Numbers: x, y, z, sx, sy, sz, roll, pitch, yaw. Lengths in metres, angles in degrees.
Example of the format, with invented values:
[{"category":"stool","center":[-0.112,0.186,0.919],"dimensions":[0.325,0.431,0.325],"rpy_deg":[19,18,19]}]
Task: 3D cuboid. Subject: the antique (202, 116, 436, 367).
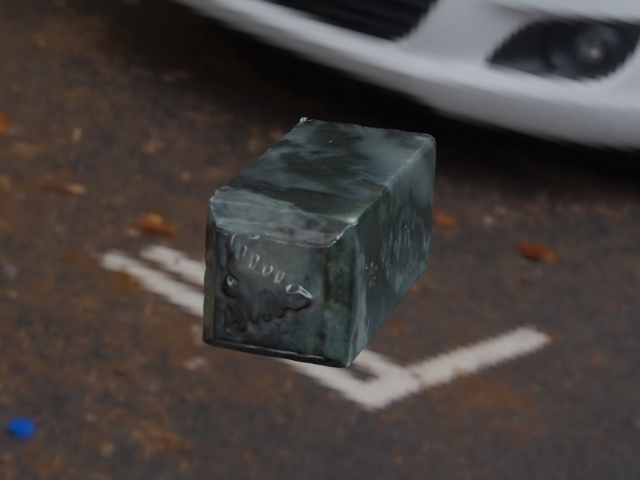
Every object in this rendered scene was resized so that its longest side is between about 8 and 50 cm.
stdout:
[{"category":"antique","center":[0.000,0.000,1.109],"dimensions":[0.086,0.088,0.183],"rpy_deg":[8,21,16]}]
